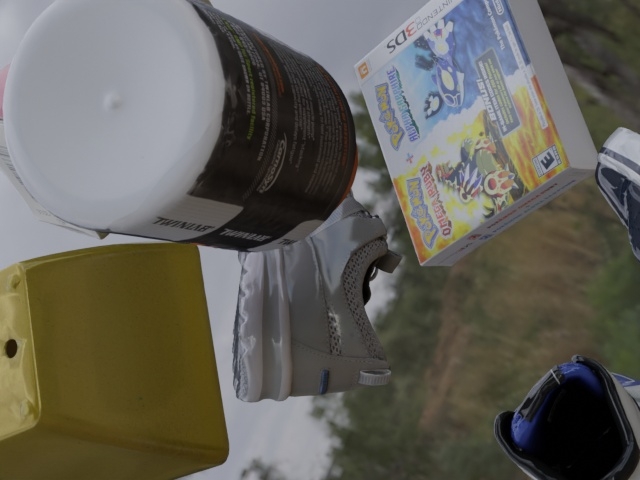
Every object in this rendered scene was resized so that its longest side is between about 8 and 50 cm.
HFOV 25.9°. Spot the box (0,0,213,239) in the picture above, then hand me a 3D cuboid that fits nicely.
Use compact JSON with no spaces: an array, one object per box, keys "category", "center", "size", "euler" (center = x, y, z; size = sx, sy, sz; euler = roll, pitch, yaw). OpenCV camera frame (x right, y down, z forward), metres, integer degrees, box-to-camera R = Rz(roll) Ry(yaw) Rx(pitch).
[{"category":"box","center":[-0.199,-0.137,1.325],"size":[0.232,0.127,0.149],"euler":[-47,-56,-23]}]

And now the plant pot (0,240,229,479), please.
[{"category":"plant pot","center":[-0.234,0.117,1.249],"size":[0.187,0.212,0.212],"euler":[14,-121,-50]}]

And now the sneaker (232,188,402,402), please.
[{"category":"sneaker","center":[0.000,0.000,1.002],"size":[0.105,0.115,0.281],"euler":[104,171,-53]}]

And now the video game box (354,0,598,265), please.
[{"category":"video game box","center":[0.125,-0.108,1.177],"size":[0.187,0.048,0.205],"euler":[-38,62,45]}]

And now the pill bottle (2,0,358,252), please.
[{"category":"pill bottle","center":[-0.059,-0.060,0.792],"size":[0.130,0.130,0.245],"euler":[-67,-22,5]}]

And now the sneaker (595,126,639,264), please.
[{"category":"sneaker","center":[0.259,0.061,0.848],"size":[0.127,0.321,0.126],"euler":[-50,-35,10]}]

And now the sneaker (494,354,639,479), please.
[{"category":"sneaker","center":[0.236,0.159,1.165],"size":[0.127,0.182,0.315],"euler":[-39,13,10]}]
